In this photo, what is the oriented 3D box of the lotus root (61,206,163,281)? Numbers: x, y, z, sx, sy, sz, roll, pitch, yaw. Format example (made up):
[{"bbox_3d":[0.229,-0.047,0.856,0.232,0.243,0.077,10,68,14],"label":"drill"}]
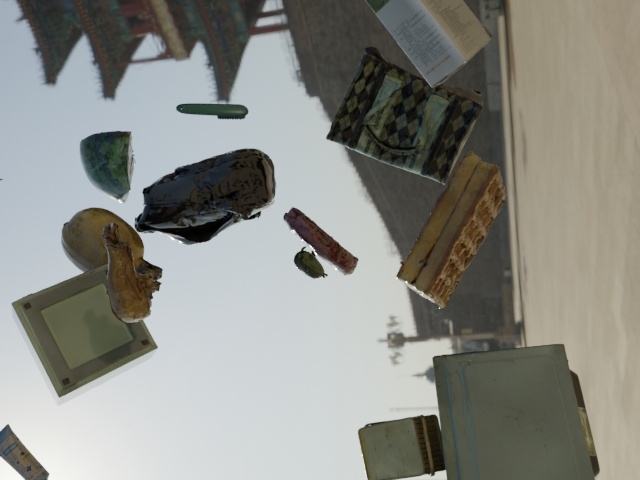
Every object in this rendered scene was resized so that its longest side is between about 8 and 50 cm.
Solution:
[{"bbox_3d":[-0.567,0.032,1.838,0.183,0.309,0.183,-54,-9,-13],"label":"lotus root"}]

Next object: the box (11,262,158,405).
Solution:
[{"bbox_3d":[-0.510,0.196,1.460,0.225,0.225,0.117,59,150,8],"label":"box"}]

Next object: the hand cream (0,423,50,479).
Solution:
[{"bbox_3d":[-0.651,0.485,1.475,0.170,0.065,0.043,44,168,3],"label":"hand cream"}]

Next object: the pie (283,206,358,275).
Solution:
[{"bbox_3d":[0.000,0.000,1.596,0.218,0.054,0.204,44,-176,40],"label":"pie"}]

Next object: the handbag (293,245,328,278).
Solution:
[{"bbox_3d":[-0.027,0.068,1.891,0.111,0.047,0.072,43,-139,-22],"label":"handbag"}]

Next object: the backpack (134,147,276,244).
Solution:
[{"bbox_3d":[-0.350,-0.125,2.050,0.363,0.445,0.255,-54,-48,-83],"label":"backpack"}]

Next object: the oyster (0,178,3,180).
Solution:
[{"bbox_3d":[-0.877,-0.126,1.649,0.106,0.199,0.061,33,-143,-65],"label":"oyster"}]

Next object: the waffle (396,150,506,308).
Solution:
[{"bbox_3d":[0.288,-0.016,1.447,0.308,0.091,0.213,-60,-24,-2],"label":"waffle"}]

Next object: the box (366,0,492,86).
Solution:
[{"bbox_3d":[0.229,-0.512,1.499,0.299,0.106,0.200,50,-139,-5],"label":"box"}]

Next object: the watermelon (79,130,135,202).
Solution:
[{"bbox_3d":[-0.654,-0.245,2.120,0.224,0.180,0.305,47,160,-1],"label":"watermelon"}]

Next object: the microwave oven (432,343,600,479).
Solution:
[{"bbox_3d":[0.364,0.409,1.276,0.219,0.286,0.355,69,-165,-56],"label":"microwave oven"}]

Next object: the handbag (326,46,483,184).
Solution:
[{"bbox_3d":[0.261,-0.388,2.078,0.180,0.415,0.317,-73,3,-54],"label":"handbag"}]

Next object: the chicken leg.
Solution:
[{"bbox_3d":[-0.362,0.061,1.271,0.085,0.101,0.208,29,133,52],"label":"chicken leg"}]

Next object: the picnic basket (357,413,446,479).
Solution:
[{"bbox_3d":[0.160,0.409,1.323,0.079,0.164,0.115,8,-113,-44],"label":"picnic basket"}]

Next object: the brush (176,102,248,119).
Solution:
[{"bbox_3d":[-0.287,-0.341,1.788,0.032,0.193,0.043,114,147,-52],"label":"brush"}]
